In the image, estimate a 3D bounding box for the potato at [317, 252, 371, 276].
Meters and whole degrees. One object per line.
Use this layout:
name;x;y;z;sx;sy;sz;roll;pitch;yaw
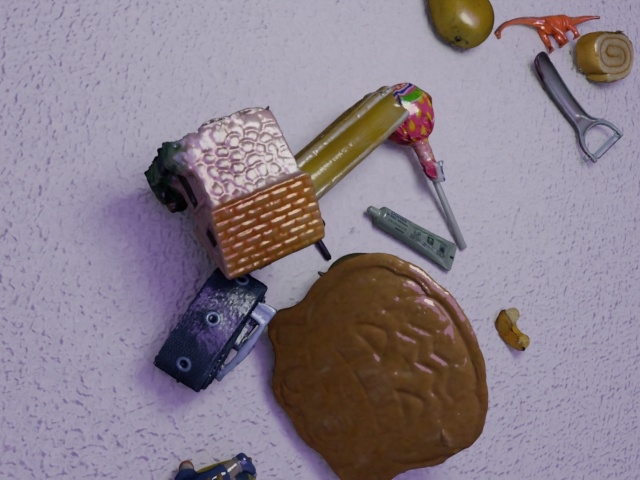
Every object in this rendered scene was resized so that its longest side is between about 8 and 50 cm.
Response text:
potato;0.105;0.115;1.362;0.251;0.159;0.174;32;24;-7

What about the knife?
knife;0.570;-0.310;1.713;0.123;0.053;0.278;-42;95;-21

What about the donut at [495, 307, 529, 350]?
donut;0.401;0.182;1.527;0.083;0.067;0.038;40;42;26

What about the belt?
belt;-0.169;0.150;1.249;0.128;0.122;0.218;34;72;2

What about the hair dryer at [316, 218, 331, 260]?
hair dryer;0.000;0.000;1.415;0.047;0.026;0.083;-33;96;-25

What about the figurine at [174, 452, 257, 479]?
figurine;-0.148;0.481;1.180;0.158;0.161;0.275;2;78;-60

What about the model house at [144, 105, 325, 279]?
model house;-0.146;-0.055;1.240;0.202;0.237;0.237;-26;85;-30

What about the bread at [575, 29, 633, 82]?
bread;0.679;-0.435;1.761;0.149;0.073;0.122;-11;102;-31

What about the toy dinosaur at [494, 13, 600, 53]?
toy dinosaur;0.536;-0.491;1.741;0.279;0.055;0.101;-19;77;-24

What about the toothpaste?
toothpaste;0.184;-0.012;1.491;0.218;0.041;0.064;29;63;-19

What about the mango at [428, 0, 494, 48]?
mango;0.302;-0.511;1.621;0.137;0.098;0.195;-12;76;-22

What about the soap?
soap;0.024;-0.164;1.379;0.274;0.173;0.089;-43;101;-24

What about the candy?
candy;0.220;-0.146;1.513;0.124;0.124;0.365;-29;101;-26

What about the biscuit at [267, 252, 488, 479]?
biscuit;0.095;0.224;1.268;0.365;0.062;0.385;-30;93;15
